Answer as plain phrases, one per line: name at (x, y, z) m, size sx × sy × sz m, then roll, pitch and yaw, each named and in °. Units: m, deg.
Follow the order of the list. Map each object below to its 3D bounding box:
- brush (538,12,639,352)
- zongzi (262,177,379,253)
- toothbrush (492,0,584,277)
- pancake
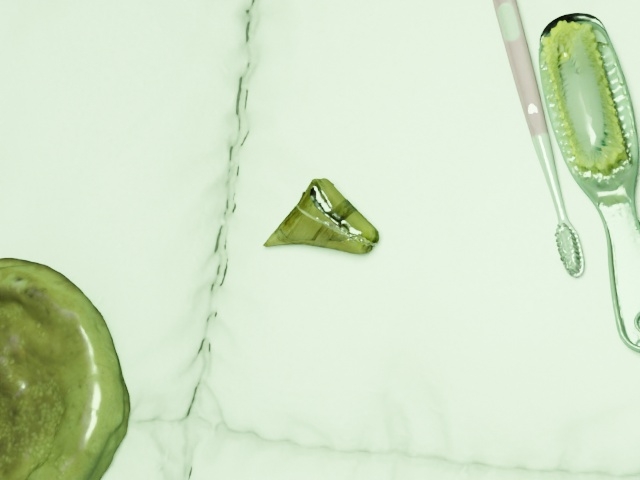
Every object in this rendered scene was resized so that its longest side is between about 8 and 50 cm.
brush at (0.228, -0.055, 1.356) m, size 0.068 × 0.060 × 0.296 m, roll -17°, pitch 73°, yaw 13°
zongzi at (0.000, 0.000, 1.440) m, size 0.076 × 0.040 × 0.083 m, roll 46°, pitch 107°, yaw 16°
toothbrush at (0.175, -0.106, 1.405) m, size 0.020 × 0.025 × 0.286 m, roll -18°, pitch 73°, yaw 17°
pancake at (-0.306, 0.152, 1.507) m, size 0.294 × 0.049 × 0.294 m, roll -4°, pitch 79°, yaw 19°
